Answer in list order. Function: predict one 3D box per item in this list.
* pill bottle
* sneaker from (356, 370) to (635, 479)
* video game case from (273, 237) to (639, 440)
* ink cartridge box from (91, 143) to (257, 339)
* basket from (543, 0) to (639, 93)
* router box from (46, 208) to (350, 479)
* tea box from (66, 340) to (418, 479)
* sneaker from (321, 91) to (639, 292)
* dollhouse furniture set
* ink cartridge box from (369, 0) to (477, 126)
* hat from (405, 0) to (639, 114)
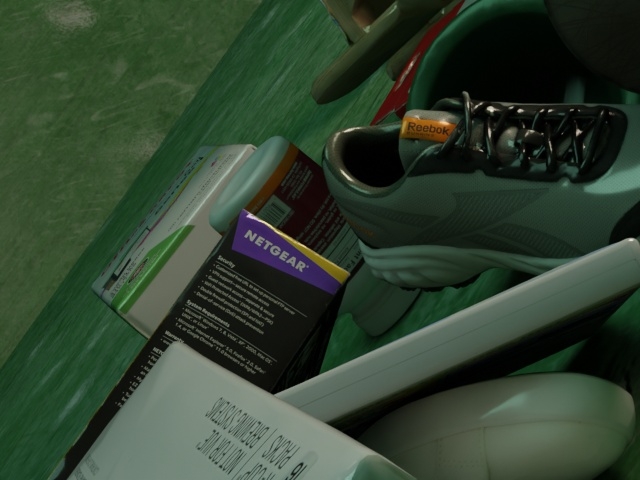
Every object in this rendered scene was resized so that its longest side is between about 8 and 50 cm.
[{"bbox_3d":[0.000,0.000,1.310,0.086,0.152,0.086,-48,12,14],"label":"pill bottle"},{"bbox_3d":[0.045,0.162,0.881,0.290,0.106,0.123,-33,51,38],"label":"sneaker"},{"bbox_3d":[0.050,0.066,0.883,0.212,0.023,0.193,-23,-10,-4],"label":"video game case"},{"bbox_3d":[-0.113,0.015,1.758,0.201,0.117,0.278,-52,12,-6],"label":"ink cartridge box"},{"bbox_3d":[0.258,-0.182,0.930,0.204,0.154,0.227,-28,4,-33],"label":"basket"},{"bbox_3d":[-0.092,0.151,1.134,0.243,0.081,0.309,-55,-8,-24],"label":"router box"},{"bbox_3d":[-0.041,0.235,0.612,0.323,0.220,0.329,-51,12,-6],"label":"tea box"},{"bbox_3d":[0.112,-0.037,1.031,0.272,0.108,0.100,-10,42,39],"label":"sneaker"},{"bbox_3d":[0.005,-0.317,1.801,0.256,0.362,0.394,-40,-12,36],"label":"dollhouse furniture set"},{"bbox_3d":[0.145,-0.148,1.399,0.231,0.078,0.134,-35,20,52],"label":"ink cartridge box"},{"bbox_3d":[0.170,-0.071,1.203,0.208,0.183,0.173,39,105,35],"label":"hat"}]
